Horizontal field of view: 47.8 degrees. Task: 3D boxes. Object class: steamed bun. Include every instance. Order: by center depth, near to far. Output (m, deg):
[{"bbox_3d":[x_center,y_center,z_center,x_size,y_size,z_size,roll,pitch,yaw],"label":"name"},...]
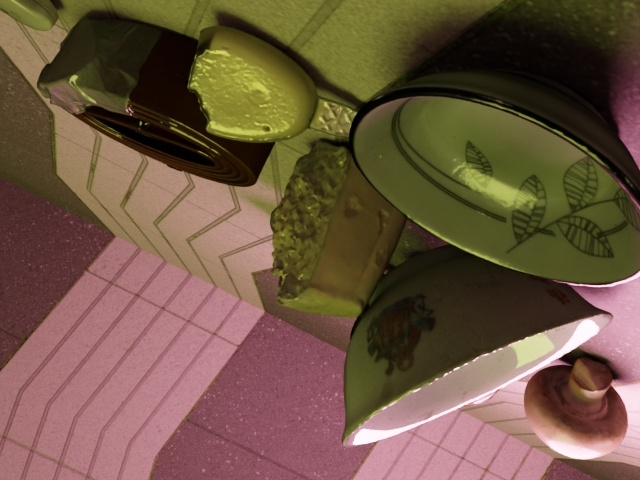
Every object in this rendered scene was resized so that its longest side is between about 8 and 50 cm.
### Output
[{"bbox_3d":[0.000,0.000,1.039,0.170,0.226,0.200,11,160,46],"label":"steamed bun"}]

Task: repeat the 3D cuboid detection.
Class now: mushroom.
[{"bbox_3d":[0.507,0.314,1.414,0.204,0.204,0.204,25,166,7],"label":"mushroom"}]

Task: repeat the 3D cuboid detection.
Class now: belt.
[{"bbox_3d":[-0.216,-0.185,0.979,0.338,0.122,0.217,22,166,16],"label":"belt"}]

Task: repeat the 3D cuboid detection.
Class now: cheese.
[{"bbox_3d":[-0.030,-0.154,0.839,0.255,0.127,0.050,19,-150,-9],"label":"cheese"}]

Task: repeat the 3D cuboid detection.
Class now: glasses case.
[{"bbox_3d":[-0.429,-0.343,0.935,0.074,0.049,0.193,9,159,47],"label":"glasses case"}]

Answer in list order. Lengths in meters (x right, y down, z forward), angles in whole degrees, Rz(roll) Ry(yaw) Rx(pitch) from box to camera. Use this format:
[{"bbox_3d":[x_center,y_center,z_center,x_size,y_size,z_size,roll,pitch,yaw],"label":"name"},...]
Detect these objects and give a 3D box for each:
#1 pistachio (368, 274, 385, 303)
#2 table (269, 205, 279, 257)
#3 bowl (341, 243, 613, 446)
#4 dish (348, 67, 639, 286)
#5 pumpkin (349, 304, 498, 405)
[{"bbox_3d":[0.035,0.067,1.446,0.210,0.130,0.165,17,125,20],"label":"pistachio"},{"bbox_3d":[0.007,0.010,1.234,0.166,0.167,0.198,23,173,11],"label":"table"},{"bbox_3d":[0.191,0.130,1.085,0.435,0.434,0.196,69,177,-69],"label":"bowl"},{"bbox_3d":[0.185,-0.077,0.700,0.316,0.106,0.316,26,164,8],"label":"dish"},{"bbox_3d":[0.233,0.236,1.415,0.324,0.242,0.232,16,175,-19],"label":"pumpkin"}]
